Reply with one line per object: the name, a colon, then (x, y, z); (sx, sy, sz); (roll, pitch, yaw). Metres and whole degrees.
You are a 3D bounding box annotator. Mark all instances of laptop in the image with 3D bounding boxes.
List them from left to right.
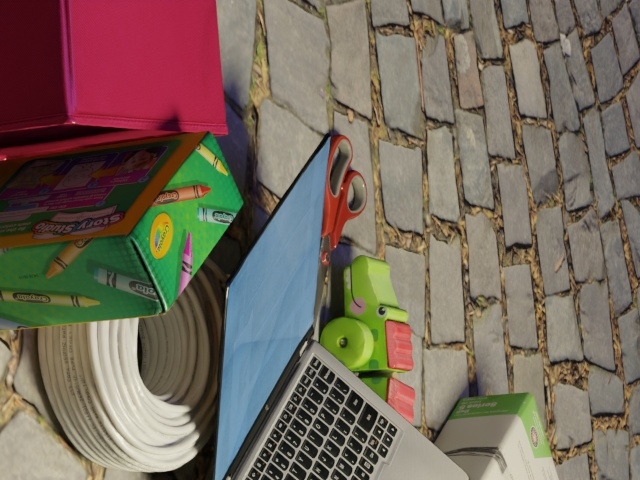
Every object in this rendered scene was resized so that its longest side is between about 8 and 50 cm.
laptop: (0.040, 0.164, 2.110); (0.408, 0.236, 0.382); (42, 30, -6)

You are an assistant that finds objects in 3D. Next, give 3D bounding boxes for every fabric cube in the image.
fabric cube: (-0.253, -0.208, 1.697); (0.254, 0.259, 0.258); (1, 84, -63)

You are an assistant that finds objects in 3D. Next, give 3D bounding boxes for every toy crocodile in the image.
toy crocodile: (0.068, 0.186, 2.390); (0.115, 0.105, 0.340); (23, 64, -59)

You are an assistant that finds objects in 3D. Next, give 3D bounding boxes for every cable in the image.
cable: (-0.178, 0.099, 1.963); (0.257, 0.089, 0.257); (57, 39, -40)

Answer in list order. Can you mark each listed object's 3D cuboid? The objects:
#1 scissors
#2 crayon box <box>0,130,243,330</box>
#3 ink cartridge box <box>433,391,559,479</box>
scissors: (0.000, 0.000, 2.393); (0.109, 0.021, 0.297); (63, 36, -39)
crayon box: (-0.226, -0.004, 1.686); (0.165, 0.278, 0.081); (-57, 133, -49)
ink cartridge box: (0.216, 0.355, 2.625); (0.273, 0.115, 0.198); (-49, 127, -54)
